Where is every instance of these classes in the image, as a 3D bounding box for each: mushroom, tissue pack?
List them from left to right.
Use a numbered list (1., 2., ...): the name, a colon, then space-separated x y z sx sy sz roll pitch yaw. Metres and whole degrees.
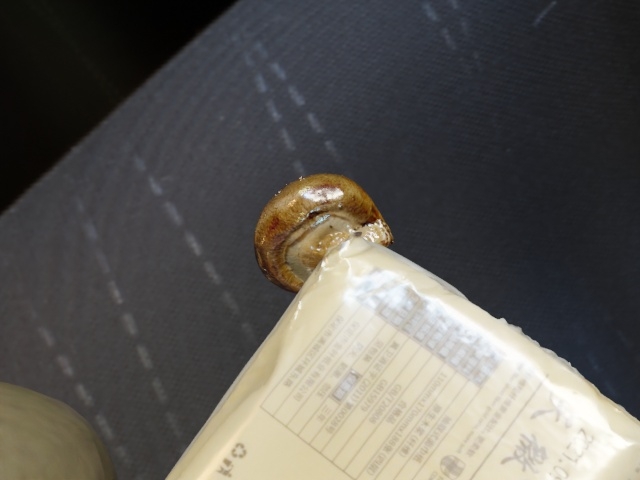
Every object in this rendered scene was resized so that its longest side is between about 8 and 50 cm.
1. mushroom: 0.000 0.000 1.040 0.087 0.127 0.127 -112 27 -49
2. tissue pack: 0.025 0.127 0.562 0.186 0.222 0.090 33 168 17

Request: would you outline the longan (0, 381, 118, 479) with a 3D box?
1. longan: -0.227 0.194 0.744 0.248 0.248 0.248 25 125 41
